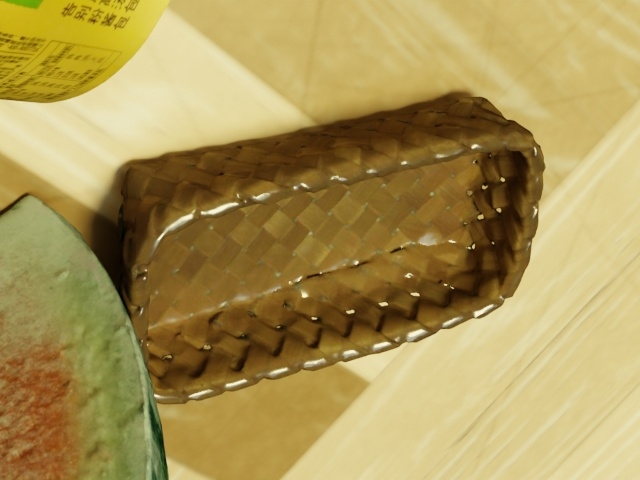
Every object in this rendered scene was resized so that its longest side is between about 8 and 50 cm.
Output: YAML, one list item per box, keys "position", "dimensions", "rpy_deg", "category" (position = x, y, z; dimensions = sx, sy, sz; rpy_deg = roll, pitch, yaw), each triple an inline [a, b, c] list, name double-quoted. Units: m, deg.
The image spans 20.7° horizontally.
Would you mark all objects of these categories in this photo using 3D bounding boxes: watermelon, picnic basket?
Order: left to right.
- position: [-0.161, 0.117, 0.650]
  dimensions: [0.213, 0.320, 0.290]
  rpy_deg: [14, 85, -12]
  category: "watermelon"
- position: [0.000, 0.000, 0.746]
  dimensions: [0.193, 0.055, 0.110]
  rpy_deg: [-14, 131, -25]
  category: "picnic basket"

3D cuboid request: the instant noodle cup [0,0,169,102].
- position: [-0.117, -0.110, 0.526]
  dimensions: [0.122, 0.151, 0.151]
  rpy_deg: [9, 119, -49]
  category: "instant noodle cup"
